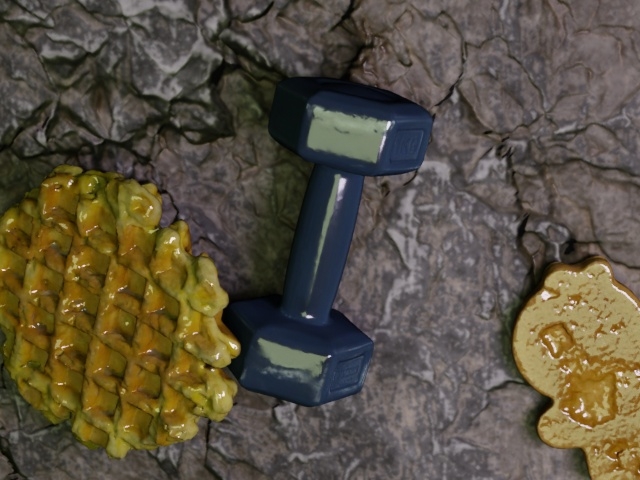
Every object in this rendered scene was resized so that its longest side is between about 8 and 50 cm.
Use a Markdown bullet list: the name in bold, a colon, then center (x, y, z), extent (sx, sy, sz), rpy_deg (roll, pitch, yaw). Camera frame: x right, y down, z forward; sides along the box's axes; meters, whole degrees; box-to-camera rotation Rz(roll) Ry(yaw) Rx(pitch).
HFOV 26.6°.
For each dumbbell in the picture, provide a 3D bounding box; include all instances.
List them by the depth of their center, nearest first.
- **dumbbell**: center (0.001, 0.000, 1.342), extent (0.156, 0.143, 0.316), rpy_deg (14, 104, 1)

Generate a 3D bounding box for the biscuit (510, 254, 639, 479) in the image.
- **biscuit**: center (0.290, 0.136, 1.402), extent (0.184, 0.035, 0.249), rpy_deg (-33, 97, 11)

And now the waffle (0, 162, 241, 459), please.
- **waffle**: center (-0.217, 0.071, 1.365), extent (0.325, 0.068, 0.302), rpy_deg (-23, 91, 34)
